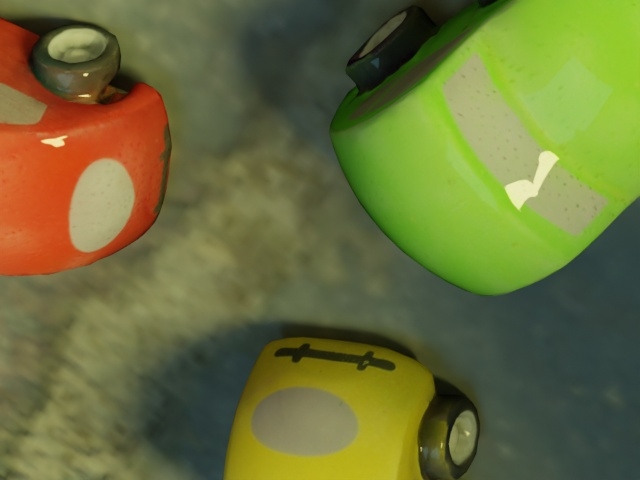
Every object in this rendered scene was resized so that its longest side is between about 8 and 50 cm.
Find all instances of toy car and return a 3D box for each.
[{"bbox_3d":[0.000,0.000,0.440,0.239,0.053,0.225,47,136,-11],"label":"toy car"}]
